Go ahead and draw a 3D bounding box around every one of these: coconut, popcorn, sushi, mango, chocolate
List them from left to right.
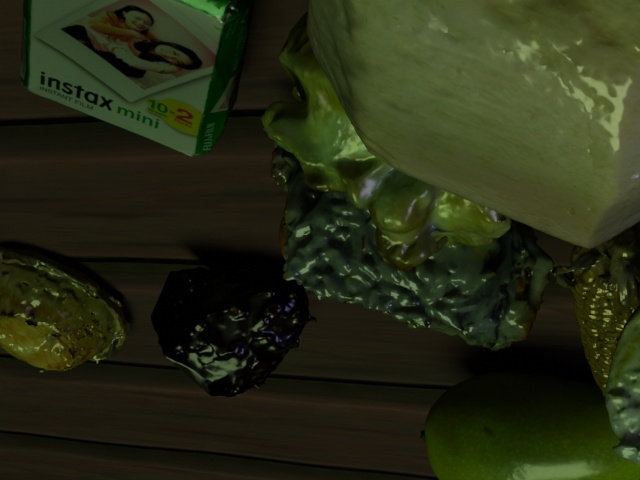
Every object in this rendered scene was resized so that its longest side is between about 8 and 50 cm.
[{"bbox_3d":[-0.073,0.073,1.665,0.133,0.156,0.156,-31,125,34],"label":"chocolate"},{"bbox_3d":[0.063,-0.001,1.359,0.274,0.139,0.184,19,178,10],"label":"sushi"},{"bbox_3d":[0.070,-0.093,1.176,0.221,0.184,0.204,38,-167,-7],"label":"popcorn"},{"bbox_3d":[0.241,0.204,1.628,0.293,0.143,0.175,-5,-178,30],"label":"mango"},{"bbox_3d":[0.160,-0.147,0.930,0.329,0.329,0.329,17,152,9],"label":"coconut"}]

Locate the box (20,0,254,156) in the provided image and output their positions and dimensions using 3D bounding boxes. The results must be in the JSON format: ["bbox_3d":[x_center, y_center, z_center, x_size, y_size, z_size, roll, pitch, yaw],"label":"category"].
[{"bbox_3d":[-0.141,-0.181,1.262,0.180,0.103,0.250,22,152,0],"label":"box"}]

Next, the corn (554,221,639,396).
[{"bbox_3d":[0.279,0.078,1.428,0.106,0.106,0.293,9,150,22],"label":"corn"}]

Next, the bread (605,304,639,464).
[{"bbox_3d":[0.366,0.069,1.218,0.333,0.160,0.333,-16,171,-3],"label":"bread"}]

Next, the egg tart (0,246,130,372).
[{"bbox_3d":[-0.331,0.093,1.910,0.212,0.090,0.212,14,149,9],"label":"egg tart"}]

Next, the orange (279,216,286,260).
[{"bbox_3d":[0.000,0.000,1.508,0.083,0.083,0.070,25,141,-7],"label":"orange"}]
